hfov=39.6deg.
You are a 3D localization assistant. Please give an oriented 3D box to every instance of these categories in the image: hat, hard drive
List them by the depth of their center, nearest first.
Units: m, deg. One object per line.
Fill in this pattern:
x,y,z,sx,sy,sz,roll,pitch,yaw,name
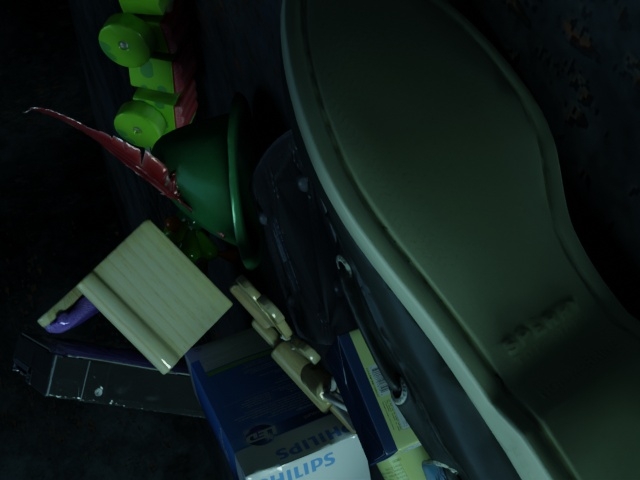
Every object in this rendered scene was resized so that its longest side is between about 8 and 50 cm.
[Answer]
0.000,0.000,0.749,0.254,0.054,0.172,152,100,-76,hard drive
-0.162,-0.065,0.905,0.173,0.183,0.209,-86,-9,-64,hat
-0.247,0.197,1.273,0.237,0.338,0.064,2,80,61,hard drive

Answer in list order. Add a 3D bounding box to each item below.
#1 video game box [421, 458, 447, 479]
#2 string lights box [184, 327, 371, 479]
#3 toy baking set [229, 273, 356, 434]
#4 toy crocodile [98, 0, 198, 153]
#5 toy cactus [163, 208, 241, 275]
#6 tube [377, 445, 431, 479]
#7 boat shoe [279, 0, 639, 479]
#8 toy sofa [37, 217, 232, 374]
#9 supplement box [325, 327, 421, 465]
0.140,0.219,0.527,0.187,0.048,0.205,128,123,-69,video game box
-0.057,0.197,1.022,0.260,0.133,0.077,-133,30,-58,string lights box
-0.008,0.128,0.845,0.256,0.030,0.197,46,172,12,toy baking set
-0.202,-0.220,1.129,0.341,0.105,0.115,94,-168,-52,toy crocodile
-0.169,-0.054,1.241,0.219,0.112,0.181,100,167,-64,toy cactus
0.094,0.209,0.675,0.070,0.062,0.240,-10,-108,-62,tube
0.065,0.021,0.418,0.340,0.127,0.113,57,149,16,boat shoe
-0.245,0.090,1.184,0.150,0.177,0.362,46,169,-7,toy sofa
0.059,0.093,0.594,0.056,0.083,0.083,114,136,-68,supplement box
